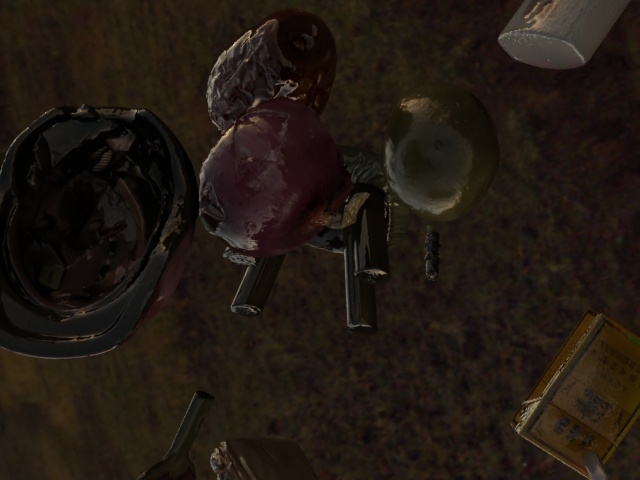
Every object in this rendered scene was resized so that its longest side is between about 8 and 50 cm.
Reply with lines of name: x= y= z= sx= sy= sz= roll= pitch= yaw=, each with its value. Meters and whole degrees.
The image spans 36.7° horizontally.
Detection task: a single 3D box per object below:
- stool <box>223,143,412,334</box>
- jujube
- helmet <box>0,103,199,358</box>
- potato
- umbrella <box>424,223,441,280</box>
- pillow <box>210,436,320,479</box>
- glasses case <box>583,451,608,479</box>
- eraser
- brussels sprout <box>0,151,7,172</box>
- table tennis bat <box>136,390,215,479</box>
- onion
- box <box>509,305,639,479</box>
stool: x=0.000 y=0.000 z=1.673 sx=0.310 sy=0.310 sz=0.226 roll=94 pitch=-175 yaw=-63
jujube: x=-0.063 y=-0.233 z=1.386 sx=0.255 sy=0.190 sz=0.190 roll=-29 pitch=78 yaw=65
helmet: x=-0.209 y=-0.004 z=0.912 sx=0.154 sy=0.198 sz=0.253 roll=67 pitch=-155 yaw=-73
potato: x=0.157 y=-0.123 z=1.321 sx=0.177 sy=0.160 sz=0.235 roll=-58 pitch=20 yaw=0
umbrella: x=0.266 y=0.027 z=2.287 sx=0.037 sy=0.040 sz=0.143 roll=-29 pitch=46 yaw=42
pillow: x=-0.024 y=0.336 z=1.168 sx=0.270 sy=0.173 sz=0.067 roll=46 pitch=110 yaw=39
glasses case: x=0.541 y=0.448 z=1.896 sx=0.021 sy=0.032 sz=0.083 roll=44 pitch=-165 yaw=-22
eraser: x=0.407 y=-0.392 z=1.470 sx=0.095 sy=0.270 sz=0.174 roll=38 pitch=173 yaw=-28
brussels sprout: x=-0.614 y=-0.079 z=1.960 sx=0.219 sy=0.271 sz=0.210 roll=22 pitch=125 yaw=7
table tennis bat: x=-0.181 y=0.281 z=1.113 sx=0.022 sy=0.131 sz=0.234 roll=28 pitch=97 yaw=28
onion: x=-0.065 y=-0.065 z=1.186 sx=0.207 sy=0.201 sz=0.200 roll=-162 pitch=59 yaw=-77
box: x=0.556 y=0.313 z=1.983 sx=0.193 sy=0.301 sz=0.084 roll=33 pitch=-176 yaw=-7
